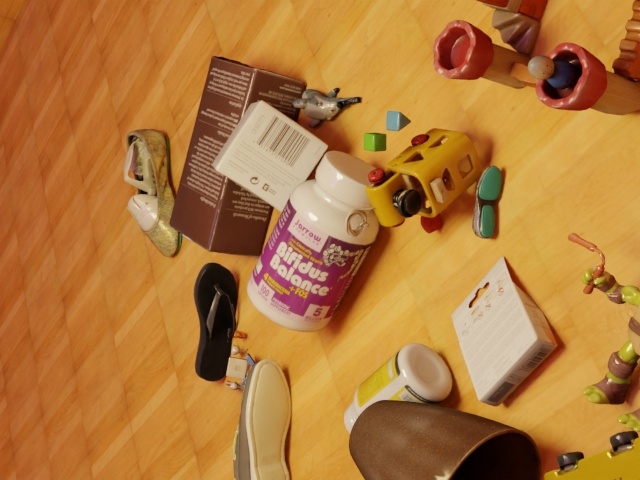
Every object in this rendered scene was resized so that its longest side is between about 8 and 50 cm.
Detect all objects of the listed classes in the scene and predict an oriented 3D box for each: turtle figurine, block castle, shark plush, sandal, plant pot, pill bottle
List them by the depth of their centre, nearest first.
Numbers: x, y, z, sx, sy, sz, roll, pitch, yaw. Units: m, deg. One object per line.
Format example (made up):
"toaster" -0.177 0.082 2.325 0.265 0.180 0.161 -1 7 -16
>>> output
"turtle figurine" 0.403 0.114 1.158 0.269 0.087 0.217 32 116 42
"block castle" 0.334 -0.412 1.250 0.303 0.213 0.453 31 108 51
"plant pot" 0.154 0.320 1.321 0.230 0.215 0.215 24 102 48
"pill bottle" 0.119 0.252 1.488 0.184 0.103 0.103 -47 49 37
"pill bottle" 0.000 0.000 1.639 0.169 0.169 0.301 52 124 44
"shark plush" 0.010 -0.272 1.780 0.161 0.073 0.067 -7 47 57
"sandal" -0.213 0.172 1.954 0.054 0.097 0.254 9 100 54

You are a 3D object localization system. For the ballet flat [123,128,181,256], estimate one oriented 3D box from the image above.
"ballet flat" -0.421 -0.121 2.260 0.123 0.123 0.348 -35 57 44

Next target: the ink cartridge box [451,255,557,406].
"ink cartridge box" 0.269 0.135 1.384 0.145 0.045 0.179 -55 26 31

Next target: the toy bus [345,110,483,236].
"toy bus" 0.157 -0.086 1.432 0.104 0.191 0.202 17 96 53

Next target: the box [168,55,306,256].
"box" -0.177 -0.174 1.934 0.191 0.143 0.381 28 104 51

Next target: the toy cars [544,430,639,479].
"toy cars" 0.346 0.400 1.181 0.176 0.087 0.393 40 118 54

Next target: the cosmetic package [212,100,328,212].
"cosmetic package" -0.099 -0.159 1.736 0.151 0.151 0.184 -57 11 0

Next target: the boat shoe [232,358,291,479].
"boat shoe" -0.119 0.380 1.769 0.091 0.109 0.304 -10 79 47

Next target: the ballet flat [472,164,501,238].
"ballet flat" 0.252 -0.059 1.431 0.041 0.041 0.114 4 85 53

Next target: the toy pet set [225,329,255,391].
"toy pet set" -0.154 0.251 1.901 0.114 0.065 0.122 128 151 -86
